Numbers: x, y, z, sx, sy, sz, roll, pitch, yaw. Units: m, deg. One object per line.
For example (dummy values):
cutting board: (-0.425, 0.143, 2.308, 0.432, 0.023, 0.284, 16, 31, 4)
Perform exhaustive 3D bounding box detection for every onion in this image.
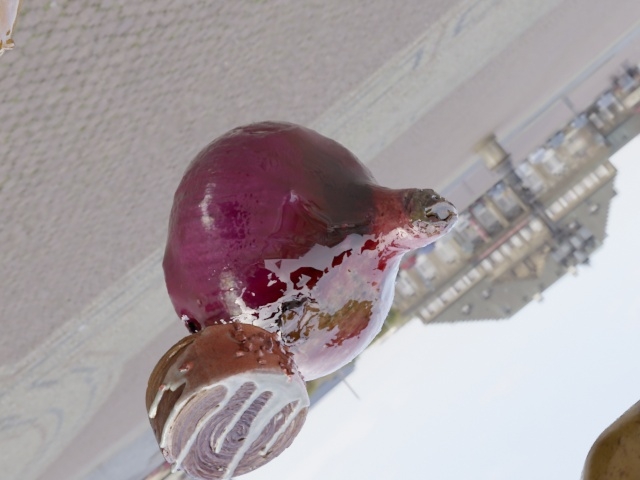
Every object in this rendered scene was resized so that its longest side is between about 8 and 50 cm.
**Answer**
onion: (0.000, 0.000, 1.202, 0.385, 0.348, 0.348, -15, -171, 31)

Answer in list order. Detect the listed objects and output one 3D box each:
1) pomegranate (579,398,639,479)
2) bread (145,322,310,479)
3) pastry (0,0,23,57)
pomegranate: (0.316, 0.208, 0.640, 0.281, 0.281, 0.281, -39, 175, -4)
bread: (-0.089, 0.157, 0.900, 0.160, 0.073, 0.160, -13, 129, -16)
pastry: (-0.371, -0.226, 0.702, 0.316, 0.184, 0.284, -27, 132, -68)
